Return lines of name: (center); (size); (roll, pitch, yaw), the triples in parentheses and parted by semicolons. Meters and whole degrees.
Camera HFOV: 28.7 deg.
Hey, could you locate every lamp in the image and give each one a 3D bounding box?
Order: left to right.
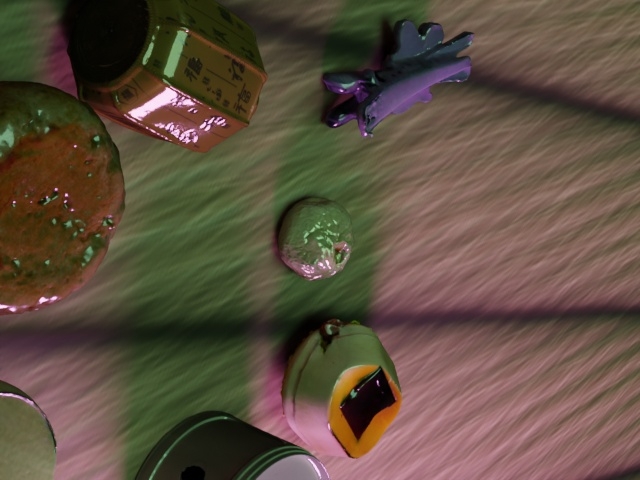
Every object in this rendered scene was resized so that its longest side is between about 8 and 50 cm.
lamp: (-0.154, -0.179, 1.268); (0.185, 0.161, 0.161); (19, 90, -54)

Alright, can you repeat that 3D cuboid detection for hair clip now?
hair clip: (0.101, -0.217, 1.639); (0.278, 0.090, 0.137); (-35, 132, -45)

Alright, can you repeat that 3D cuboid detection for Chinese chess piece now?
Chinese chess piece: (-0.349, 0.226, 1.230); (0.188, 0.083, 0.188); (-16, 110, -52)

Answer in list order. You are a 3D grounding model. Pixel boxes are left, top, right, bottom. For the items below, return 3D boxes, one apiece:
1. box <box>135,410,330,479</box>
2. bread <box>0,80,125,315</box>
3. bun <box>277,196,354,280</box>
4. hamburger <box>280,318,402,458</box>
box: (-0.109, 0.341, 1.551); (0.226, 0.149, 0.226); (-24, 123, -45)
bread: (-0.292, -0.040, 1.176); (0.230, 0.123, 0.230); (-33, 134, -41)
bun: (0.000, 0.000, 1.609); (0.115, 0.069, 0.115); (-23, 120, -45)
hamburger: (0.029, 0.204, 1.706); (0.173, 0.116, 0.210); (-51, 144, -13)
